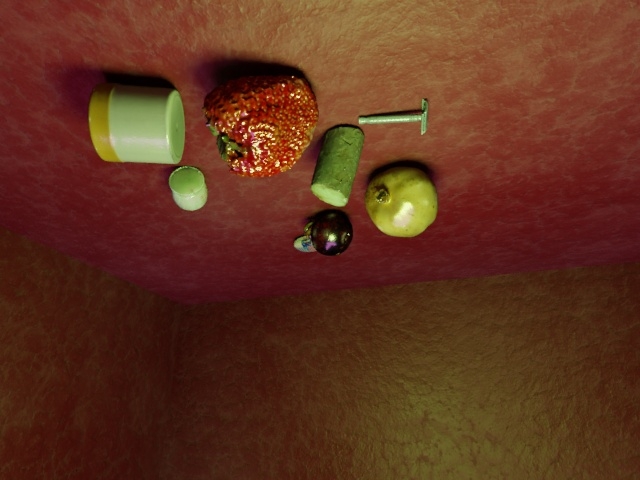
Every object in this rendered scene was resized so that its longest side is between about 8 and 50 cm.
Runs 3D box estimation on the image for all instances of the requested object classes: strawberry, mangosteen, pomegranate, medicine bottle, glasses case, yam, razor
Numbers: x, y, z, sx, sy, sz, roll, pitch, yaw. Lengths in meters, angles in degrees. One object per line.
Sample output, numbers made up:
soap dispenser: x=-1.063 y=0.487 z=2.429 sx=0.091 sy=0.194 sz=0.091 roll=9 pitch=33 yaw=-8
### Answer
strawberry: x=-0.168 y=-0.365 z=1.280 sx=0.351 sy=0.267 sz=0.312 roll=-27 pitch=122 yaw=-9
mangosteen: x=0.035 y=-0.043 z=2.063 sx=0.265 sy=0.228 sz=0.228 roll=20 pitch=167 yaw=31
pomegranate: x=0.324 y=-0.160 z=1.688 sx=0.318 sy=0.320 sz=0.319 roll=0 pitch=156 yaw=0
medicine bottle: x=-0.553 y=-0.218 z=1.731 sx=0.147 sy=0.148 sz=0.143 roll=4 pitch=153 yaw=-8
glasses case: x=0.000 y=0.000 z=2.293 sx=0.327 sy=0.076 sz=0.125 roll=-16 pitch=150 yaw=30
yam: x=0.061 y=-0.272 z=1.496 sx=0.161 sy=0.268 sz=0.161 roll=13 pitch=165 yaw=3
razor: x=0.247 y=-0.419 z=1.406 sx=0.231 sy=0.068 sz=0.106 roll=2 pitch=155 yaw=12
medicine bottle: x=-0.567 y=-0.365 z=1.301 sx=0.231 sy=0.238 sz=0.238 roll=2 pitch=156 yaw=-8
